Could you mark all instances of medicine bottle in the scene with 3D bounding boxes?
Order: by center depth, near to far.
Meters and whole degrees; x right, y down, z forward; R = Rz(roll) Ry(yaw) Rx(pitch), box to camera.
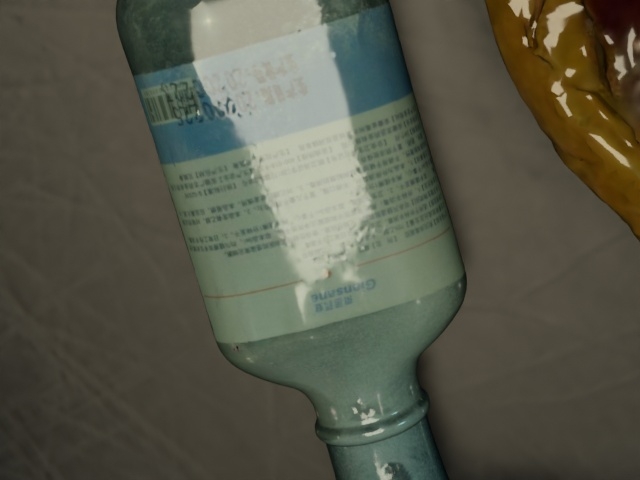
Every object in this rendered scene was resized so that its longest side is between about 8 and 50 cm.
[{"bbox_3d":[0.000,0.000,0.474,0.090,0.054,0.208,-15,102,6],"label":"medicine bottle"}]

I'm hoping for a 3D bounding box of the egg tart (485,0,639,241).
[{"bbox_3d":[0.219,-0.114,0.381,0.351,0.153,0.339,-33,97,11],"label":"egg tart"}]
